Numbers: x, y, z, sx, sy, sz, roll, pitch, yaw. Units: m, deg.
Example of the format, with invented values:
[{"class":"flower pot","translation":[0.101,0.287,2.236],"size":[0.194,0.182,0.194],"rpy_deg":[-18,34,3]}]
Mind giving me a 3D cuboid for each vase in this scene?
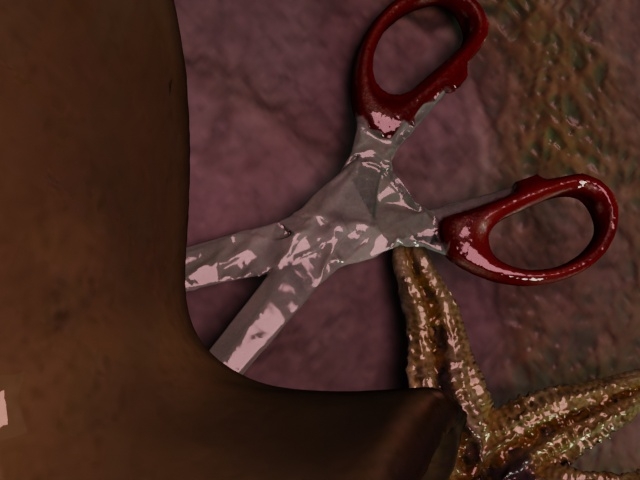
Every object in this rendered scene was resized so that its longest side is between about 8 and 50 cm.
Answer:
[{"class":"vase","translation":[-0.164,0.025,0.401],"size":[0.329,0.241,0.302],"rpy_deg":[-33,86,15]}]

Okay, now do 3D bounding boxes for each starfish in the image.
[{"class":"starfish","translation":[0.066,0.094,0.591],"size":[0.223,0.050,0.217],"rpy_deg":[-7,84,-24]}]

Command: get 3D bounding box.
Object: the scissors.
[{"class":"scissors","translation":[0.000,0.000,0.573],"size":[0.247,0.017,0.144],"rpy_deg":[-32,84,-20]}]
